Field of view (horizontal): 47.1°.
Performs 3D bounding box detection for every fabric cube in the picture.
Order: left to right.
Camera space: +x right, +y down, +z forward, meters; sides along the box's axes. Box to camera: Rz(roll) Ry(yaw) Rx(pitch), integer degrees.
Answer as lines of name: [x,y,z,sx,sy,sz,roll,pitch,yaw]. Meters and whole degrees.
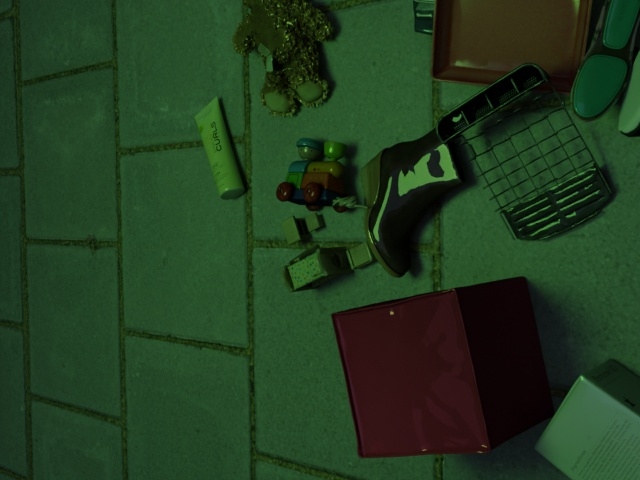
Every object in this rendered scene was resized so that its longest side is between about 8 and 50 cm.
fabric cube: [0.210,0.213,1.259,0.259,0.258,0.254,-15,84,38]

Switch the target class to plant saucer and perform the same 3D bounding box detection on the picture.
plant saucer: [0.318,-0.385,1.218,0.258,0.047,0.259,12,117,25]

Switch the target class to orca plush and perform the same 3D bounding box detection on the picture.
orca plush: [0.541,-0.291,1.101,0.151,0.102,0.288,-173,95,-83]

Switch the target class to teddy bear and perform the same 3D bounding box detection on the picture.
teddy bear: [-0.078,-0.435,1.571,0.245,0.113,0.338,-34,79,42]

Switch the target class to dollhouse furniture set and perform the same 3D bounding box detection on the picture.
dollhouse furniture set: [0.000,0.000,1.516,0.181,0.101,0.161,-28,75,36]

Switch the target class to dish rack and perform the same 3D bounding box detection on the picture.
dish rack: [0.344,-0.135,1.229,0.208,0.074,0.272,-31,85,37]

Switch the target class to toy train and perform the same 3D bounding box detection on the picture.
toy train: [0.025,-0.135,1.482,0.248,0.105,0.144,5,82,48]

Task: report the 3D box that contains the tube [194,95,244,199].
tube: [-0.242,-0.214,1.731,0.070,0.062,0.240,-17,73,-3]

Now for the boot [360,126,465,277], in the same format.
boot: [0.178,-0.072,1.376,0.206,0.090,0.249,-23,75,39]

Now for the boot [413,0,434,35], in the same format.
boot: [0.258,-0.412,1.323,0.189,0.069,0.086,14,134,25]

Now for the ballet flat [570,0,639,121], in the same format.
ballet flat: [0.451,-0.289,1.154,0.076,0.079,0.222,17,94,13]

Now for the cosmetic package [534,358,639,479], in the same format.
cosmetic package: [0.463,0.304,1.127,0.183,0.151,0.152,37,114,30]
